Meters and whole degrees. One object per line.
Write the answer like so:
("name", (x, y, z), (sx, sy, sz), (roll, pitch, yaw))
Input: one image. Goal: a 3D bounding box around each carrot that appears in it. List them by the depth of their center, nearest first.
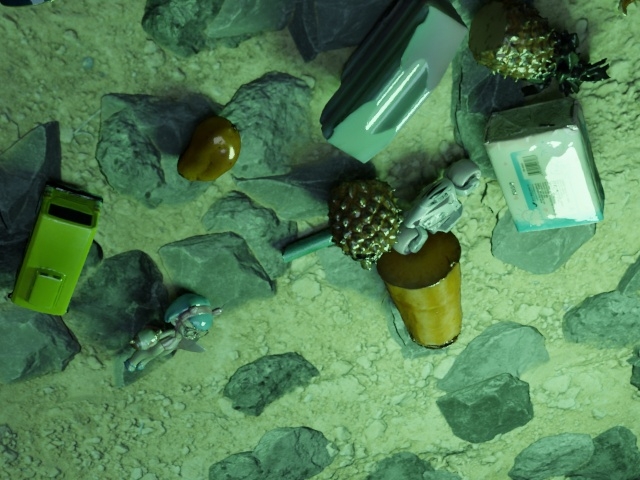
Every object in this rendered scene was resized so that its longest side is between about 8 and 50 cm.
("carrot", (0.249, 0.106, 2.085), (0.195, 0.196, 0.254), (-20, 136, 5))

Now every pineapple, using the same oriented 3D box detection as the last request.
("pineapple", (0.431, -0.361, 1.802), (0.310, 0.141, 0.170), (16, 137, -31))
("pineapple", (0.094, -0.033, 1.930), (0.166, 0.166, 0.193), (-3, 89, -8))

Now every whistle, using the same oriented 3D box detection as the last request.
("whistle", (0.000, 0.000, 2.037), (0.186, 0.039, 0.039), (-22, 127, 6))

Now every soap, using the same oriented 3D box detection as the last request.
("soap", (0.132, -0.313, 1.735), (0.109, 0.193, 0.324), (28, 117, -26))

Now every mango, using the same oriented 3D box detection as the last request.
("mango", (-0.219, -0.181, 1.838), (0.105, 0.084, 0.159), (36, 132, -13))

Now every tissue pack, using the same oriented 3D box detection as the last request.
("tissue pack", (0.477, -0.154, 1.933), (0.201, 0.124, 0.271), (-11, 131, 22))

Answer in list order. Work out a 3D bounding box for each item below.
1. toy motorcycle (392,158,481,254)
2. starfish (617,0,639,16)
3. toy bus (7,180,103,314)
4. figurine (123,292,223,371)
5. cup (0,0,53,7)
("toy motorcycle", (0.243, -0.075, 1.965), (0.112, 0.112, 0.254), (39, 97, -31))
("starfish", (0.748, -0.518, 1.761), (0.375, 0.094, 0.327), (-17, 125, -4))
("toy bus", (-0.549, 0.026, 1.887), (0.128, 0.150, 0.262), (17, 121, -19))
("figurine", (-0.360, 0.209, 2.075), (0.260, 0.103, 0.205), (-38, 149, 22))
("cup", (-0.480, -0.497, 1.548), (0.176, 0.131, 0.155), (-29, 128, -26))
